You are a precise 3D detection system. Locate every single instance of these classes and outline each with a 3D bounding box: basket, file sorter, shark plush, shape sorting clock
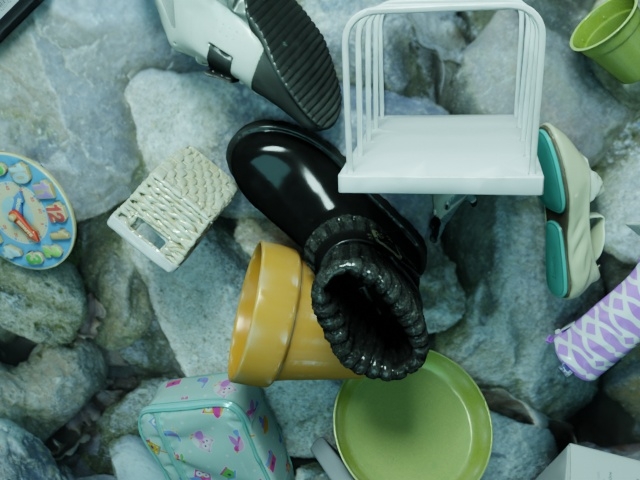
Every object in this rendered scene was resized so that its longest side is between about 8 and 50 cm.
[{"bbox_3d":[-0.197,-0.051,0.923,0.113,0.167,0.103,39,112,-8],"label":"basket"},{"bbox_3d":[0.136,-0.173,0.721,0.193,0.278,0.173,2,112,12],"label":"file sorter"},{"bbox_3d":[0.190,-0.056,0.892,0.067,0.073,0.161,5,117,-24],"label":"shark plush"},{"bbox_3d":[-0.485,-0.043,1.062,0.206,0.040,0.206,5,117,10],"label":"shape sorting clock"}]

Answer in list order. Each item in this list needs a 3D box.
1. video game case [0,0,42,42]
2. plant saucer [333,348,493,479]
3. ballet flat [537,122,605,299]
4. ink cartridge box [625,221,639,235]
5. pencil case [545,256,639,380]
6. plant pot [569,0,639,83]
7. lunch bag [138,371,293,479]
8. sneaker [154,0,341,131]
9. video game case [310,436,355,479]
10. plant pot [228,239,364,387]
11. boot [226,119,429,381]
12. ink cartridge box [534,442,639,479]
[{"bbox_3d":[-0.540,-0.372,0.914,0.275,0.035,0.248,-29,107,25],"label":"video game case"},{"bbox_3d":[0.136,0.278,0.994,0.241,0.241,0.037,19,151,3],"label":"plant saucer"},{"bbox_3d":[0.328,-0.041,0.860,0.086,0.086,0.248,-5,116,16],"label":"ballet flat"},{"bbox_3d":[0.550,0.025,0.747,0.296,0.261,0.066,31,79,-23],"label":"ink cartridge box"},{"bbox_3d":[0.409,0.103,0.906,0.088,0.086,0.206,49,119,19],"label":"pencil case"},{"bbox_3d":[0.346,-0.224,0.761,0.079,0.083,0.083,39,119,-20],"label":"plant pot"},{"bbox_3d":[-0.182,0.370,1.160,0.224,0.108,0.279,-10,113,17],"label":"lunch bag"},{"bbox_3d":[-0.109,-0.260,0.836,0.146,0.122,0.330,-27,109,43],"label":"sneaker"},{"bbox_3d":[0.131,0.459,1.032,0.300,0.329,0.036,44,81,-10],"label":"video game case"},{"bbox_3d":[-0.019,0.119,0.960,0.188,0.205,0.205,13,120,-12],"label":"plant pot"},{"bbox_3d":[0.003,-0.002,0.841,0.348,0.260,0.131,35,118,-6],"label":"boot"},{"bbox_3d":[0.483,0.435,0.986,0.307,0.129,0.223,13,143,6],"label":"ink cartridge box"}]
